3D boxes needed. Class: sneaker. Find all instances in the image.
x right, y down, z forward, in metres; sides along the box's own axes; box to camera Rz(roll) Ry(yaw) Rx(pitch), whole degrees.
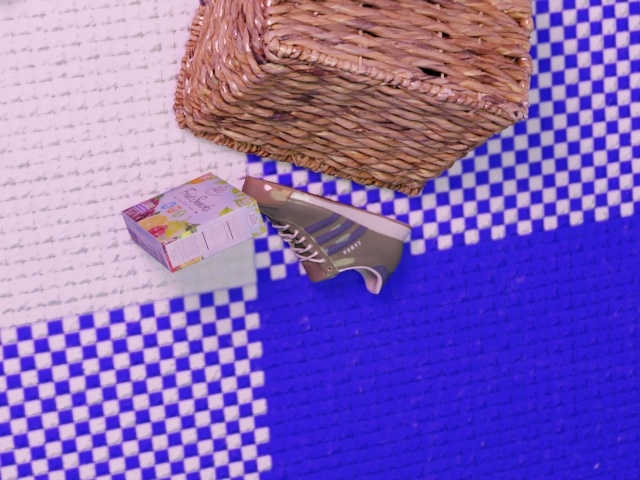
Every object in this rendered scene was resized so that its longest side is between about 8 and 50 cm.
[{"bbox_3d":[0.000,0.000,1.923,0.192,0.064,0.086,17,92,-28],"label":"sneaker"}]

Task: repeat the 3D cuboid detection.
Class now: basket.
[{"bbox_3d":[0.030,-0.201,1.870,0.299,0.223,0.213,13,65,-24],"label":"basket"}]

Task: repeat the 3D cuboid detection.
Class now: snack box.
[{"bbox_3d":[-0.122,-0.019,1.827,0.100,0.141,0.037,-23,110,-15],"label":"snack box"}]
